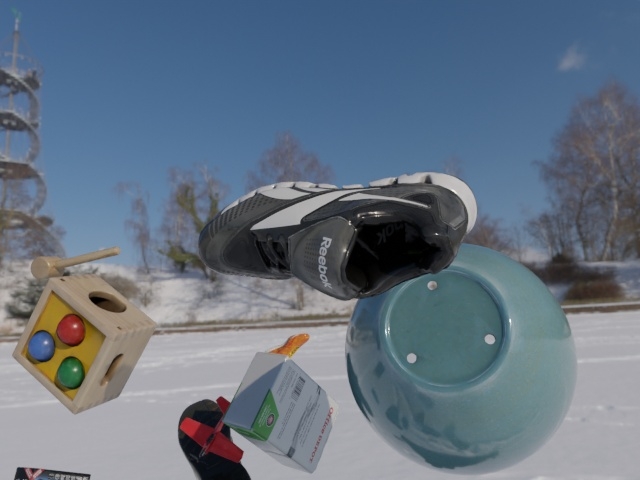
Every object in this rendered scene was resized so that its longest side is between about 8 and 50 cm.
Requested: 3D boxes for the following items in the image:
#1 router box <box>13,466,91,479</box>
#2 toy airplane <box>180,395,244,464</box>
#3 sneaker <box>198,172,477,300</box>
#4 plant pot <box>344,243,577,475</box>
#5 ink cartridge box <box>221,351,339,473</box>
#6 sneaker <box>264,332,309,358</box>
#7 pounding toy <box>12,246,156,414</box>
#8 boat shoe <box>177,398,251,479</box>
[{"bbox_3d":[-0.419,0.402,0.841,0.038,0.092,0.122,-7,-28,21],"label":"router box"},{"bbox_3d":[-0.214,0.396,1.150,0.151,0.151,0.028,-1,-31,-5],"label":"toy airplane"},{"bbox_3d":[0.000,0.000,0.422,0.235,0.078,0.106,-6,22,17],"label":"sneaker"},{"bbox_3d":[0.153,0.122,0.642,0.290,0.290,0.195,-5,-22,16],"label":"plant pot"},{"bbox_3d":[-0.069,0.335,1.063,0.087,0.153,0.208,-2,-41,39],"label":"ink cartridge box"},{"bbox_3d":[-0.105,0.365,1.807,0.175,0.067,0.064,-35,-36,11],"label":"sneaker"},{"bbox_3d":[-0.333,0.089,0.731,0.206,0.181,0.094,34,12,17],"label":"pounding toy"},{"bbox_3d":[-0.240,0.508,1.245,0.123,0.119,0.324,-17,36,-17],"label":"boat shoe"}]
